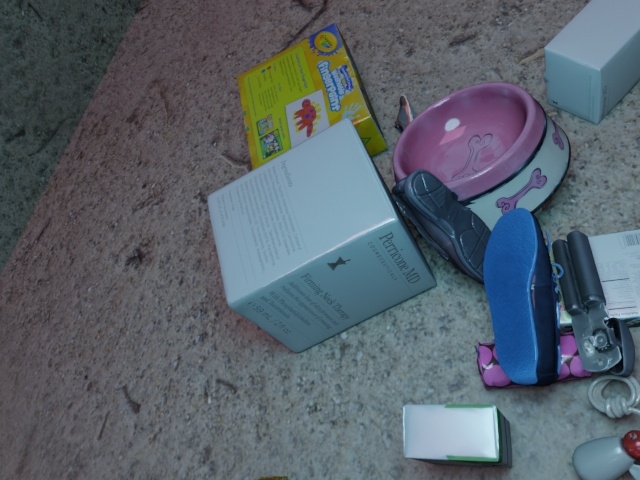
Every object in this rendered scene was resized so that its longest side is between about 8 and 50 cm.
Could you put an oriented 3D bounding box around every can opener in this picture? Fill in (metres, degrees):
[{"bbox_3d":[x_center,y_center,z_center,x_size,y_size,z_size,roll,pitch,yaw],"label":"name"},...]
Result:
[{"bbox_3d":[0.518,0.119,0.980,0.076,0.095,0.284,-44,33,48],"label":"can opener"}]

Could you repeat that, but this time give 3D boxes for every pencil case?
[{"bbox_3d":[0.418,0.234,1.019,0.209,0.095,0.098,-10,43,19],"label":"pencil case"}]

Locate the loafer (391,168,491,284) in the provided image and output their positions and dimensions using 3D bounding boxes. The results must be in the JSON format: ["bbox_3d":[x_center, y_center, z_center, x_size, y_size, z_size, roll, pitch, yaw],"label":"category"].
[{"bbox_3d":[0.270,-0.023,1.087,0.109,0.302,0.095,-49,13,-25],"label":"loafer"}]

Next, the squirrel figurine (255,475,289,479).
[{"bbox_3d":[-0.049,0.595,0.938,0.397,0.281,0.370,35,75,35],"label":"squirrel figurine"}]

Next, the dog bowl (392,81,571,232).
[{"bbox_3d":[0.351,-0.203,1.207,0.407,0.150,0.408,-25,39,22],"label":"dog bowl"}]

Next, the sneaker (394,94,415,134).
[{"bbox_3d":[0.237,-0.352,1.476,0.064,0.061,0.158,-21,54,23],"label":"sneaker"}]

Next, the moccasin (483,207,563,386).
[{"bbox_3d":[0.390,0.108,0.990,0.137,0.116,0.343,-20,55,52],"label":"moccasin"}]

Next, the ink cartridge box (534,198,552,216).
[{"bbox_3d":[0.428,-0.068,1.203,0.198,0.067,0.115,-46,52,-4],"label":"ink cartridge box"}]

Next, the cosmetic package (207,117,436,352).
[{"bbox_3d":[0.000,0.000,1.217,0.393,0.329,0.328,-28,52,11],"label":"cosmetic package"}]

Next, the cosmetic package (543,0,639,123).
[{"bbox_3d":[0.715,-0.488,1.224,0.365,0.197,0.155,-47,53,-3],"label":"cosmetic package"}]

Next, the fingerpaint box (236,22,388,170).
[{"bbox_3d":[-0.039,-0.397,1.576,0.370,0.163,0.445,-25,54,14],"label":"fingerpaint box"}]

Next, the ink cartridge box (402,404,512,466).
[{"bbox_3d":[0.258,0.362,0.943,0.160,0.219,0.093,-8,62,24],"label":"ink cartridge box"}]

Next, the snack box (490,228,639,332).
[{"bbox_3d":[0.516,0.093,1.067,0.321,0.060,0.187,-10,58,22],"label":"snack box"}]

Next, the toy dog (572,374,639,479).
[{"bbox_3d":[0.597,0.334,0.816,0.220,0.161,0.333,-56,13,-30],"label":"toy dog"}]
